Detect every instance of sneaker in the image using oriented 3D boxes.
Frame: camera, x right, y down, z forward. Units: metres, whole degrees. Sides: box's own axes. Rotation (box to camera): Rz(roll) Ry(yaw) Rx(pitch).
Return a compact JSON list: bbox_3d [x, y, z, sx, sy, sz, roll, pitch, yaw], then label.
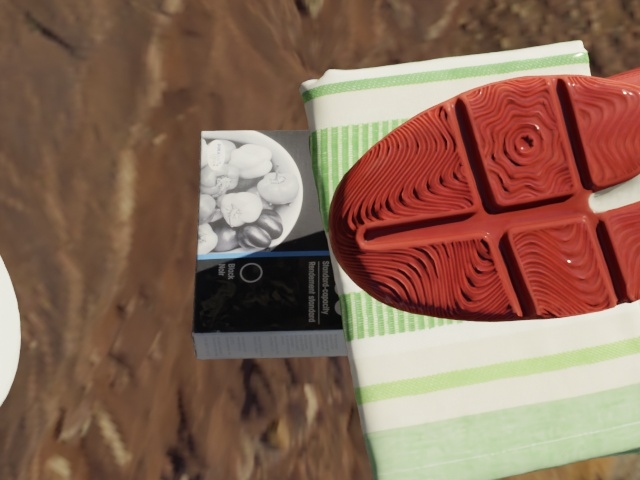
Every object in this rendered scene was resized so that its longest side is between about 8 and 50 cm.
[{"bbox_3d":[0.098,-0.019,0.716,0.221,0.128,0.087,-13,87,-14],"label":"sneaker"}]

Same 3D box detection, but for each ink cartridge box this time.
[{"bbox_3d":[0.000,0.000,1.629,0.208,0.045,0.206,-1,57,0],"label":"ink cartridge box"}]

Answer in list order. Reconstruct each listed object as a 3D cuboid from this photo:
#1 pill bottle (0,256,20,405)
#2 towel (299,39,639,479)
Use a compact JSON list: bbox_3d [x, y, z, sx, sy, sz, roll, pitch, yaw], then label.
[{"bbox_3d":[-0.411,0.098,1.400,0.392,0.224,0.224,-21,96,37],"label":"pill bottle"},{"bbox_3d":[0.124,0.017,1.485,0.248,0.038,0.325,-8,80,-18],"label":"towel"}]
